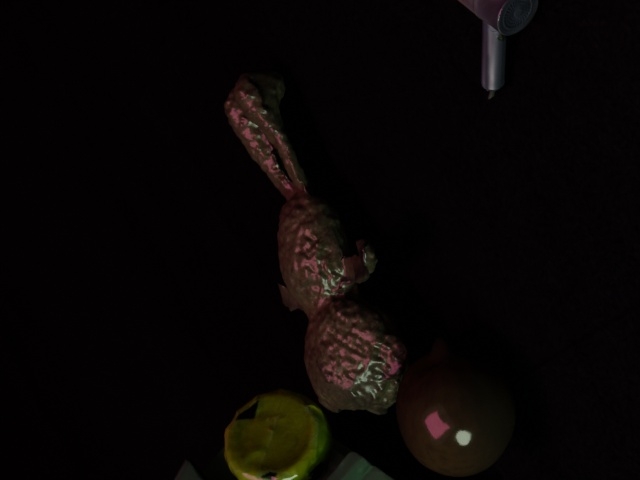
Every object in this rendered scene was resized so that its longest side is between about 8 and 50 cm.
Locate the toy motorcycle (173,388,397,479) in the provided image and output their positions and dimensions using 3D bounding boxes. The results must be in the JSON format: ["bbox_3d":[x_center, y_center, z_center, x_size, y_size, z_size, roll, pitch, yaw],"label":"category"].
[{"bbox_3d":[0.027,0.293,1.611,0.326,0.200,0.191,32,162,34],"label":"toy motorcycle"}]

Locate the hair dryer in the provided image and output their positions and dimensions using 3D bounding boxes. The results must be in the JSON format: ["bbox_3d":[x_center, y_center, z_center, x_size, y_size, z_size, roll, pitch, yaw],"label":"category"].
[{"bbox_3d":[0.118,-0.145,1.330,0.063,0.037,0.114,43,151,36],"label":"hair dryer"}]

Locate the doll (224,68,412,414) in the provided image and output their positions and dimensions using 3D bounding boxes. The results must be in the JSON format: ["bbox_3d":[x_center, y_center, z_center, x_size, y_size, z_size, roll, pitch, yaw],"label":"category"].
[{"bbox_3d":[-0.008,0.008,1.600,0.286,0.091,0.203,51,138,26],"label":"doll"}]

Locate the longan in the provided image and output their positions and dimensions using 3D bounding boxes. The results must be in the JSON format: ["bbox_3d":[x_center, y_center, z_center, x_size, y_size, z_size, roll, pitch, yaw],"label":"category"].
[{"bbox_3d":[0.106,0.131,1.496,0.113,0.092,0.113,171,90,-77],"label":"longan"}]
